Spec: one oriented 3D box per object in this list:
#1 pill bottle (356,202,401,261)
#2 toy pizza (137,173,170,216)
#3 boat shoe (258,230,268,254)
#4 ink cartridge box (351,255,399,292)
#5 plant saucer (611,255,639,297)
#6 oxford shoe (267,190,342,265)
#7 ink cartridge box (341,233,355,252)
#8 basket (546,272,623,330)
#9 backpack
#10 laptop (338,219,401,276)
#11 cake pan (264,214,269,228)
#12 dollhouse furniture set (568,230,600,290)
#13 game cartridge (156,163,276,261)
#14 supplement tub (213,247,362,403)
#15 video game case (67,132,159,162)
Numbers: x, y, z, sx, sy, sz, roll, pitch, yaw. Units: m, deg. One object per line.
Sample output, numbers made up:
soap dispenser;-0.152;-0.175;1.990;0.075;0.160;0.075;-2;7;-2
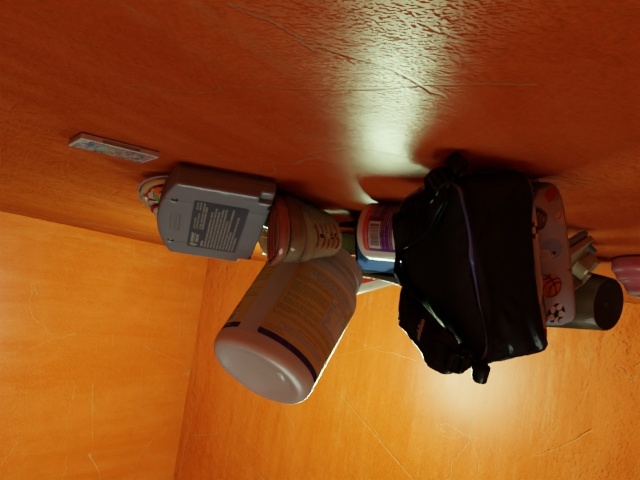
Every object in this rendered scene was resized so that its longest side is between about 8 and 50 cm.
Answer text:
pill bottle;0.173;-0.012;1.177;0.194;0.108;0.108;5;174;33
toy pizza;-0.267;-0.067;1.309;0.201;0.032;0.201;8;153;4
boat shoe;-0.118;-0.005;1.709;0.113;0.103;0.302;14;172;-44
ink cartridge box;0.168;0.110;1.794;0.308;0.091;0.385;-9;-168;-44
plant saucer;0.832;0.098;1.477;0.332;0.084;0.332;9;175;1
oxford shoe;-0.027;-0.024;1.297;0.147;0.140;0.397;5;-175;0
ink cartridge box;0.000;0.000;1.871;0.235;0.056;0.171;7;176;-14
basket;0.616;0.145;1.640;0.227;0.204;0.154;8;138;56
backpack;0.205;0.026;0.901;0.213;0.276;0.263;-4;-178;-18
laptop;0.175;0.033;1.469;0.234;0.136;0.264;6;-175;13
cake pan;-0.239;-0.070;1.487;0.293;0.054;0.293;8;174;1
dollhouse furniture set;0.411;0.019;1.306;0.286;0.198;0.303;-30;156;-17
game cartridge;-0.206;-0.046;1.239;0.198;0.062;0.297;13;153;-10
supplement tub;-0.063;0.172;1.492;0.241;0.331;0.241;21;144;16
video game case;-0.329;-0.146;1.043;0.122;0.011;0.087;12;174;-33
